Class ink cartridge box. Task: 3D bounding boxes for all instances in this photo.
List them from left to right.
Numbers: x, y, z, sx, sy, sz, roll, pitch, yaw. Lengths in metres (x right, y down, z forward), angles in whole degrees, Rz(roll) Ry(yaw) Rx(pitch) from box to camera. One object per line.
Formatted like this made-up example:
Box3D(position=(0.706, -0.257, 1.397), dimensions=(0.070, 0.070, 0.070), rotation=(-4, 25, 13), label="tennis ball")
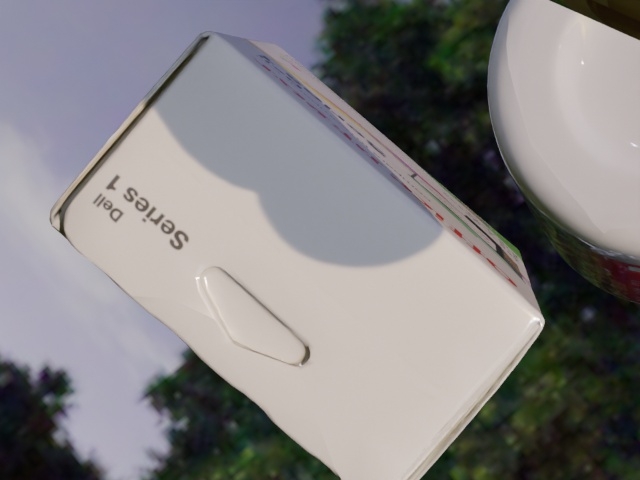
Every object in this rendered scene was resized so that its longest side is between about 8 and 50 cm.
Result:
Box3D(position=(0.000, 0.000, 0.815), dimensions=(0.201, 0.117, 0.278), rotation=(41, 7, 0), label="ink cartridge box")

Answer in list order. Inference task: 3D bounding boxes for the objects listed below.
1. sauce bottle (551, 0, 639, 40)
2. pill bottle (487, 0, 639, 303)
Box3D(position=(0.171, -0.070, 0.406), dimensions=(0.344, 0.111, 0.111), rotation=(35, -23, 40), label="sauce bottle")
Box3D(position=(0.257, -0.072, 1.159), dimensions=(0.229, 0.229, 0.407), rotation=(47, 3, 16), label="pill bottle")
